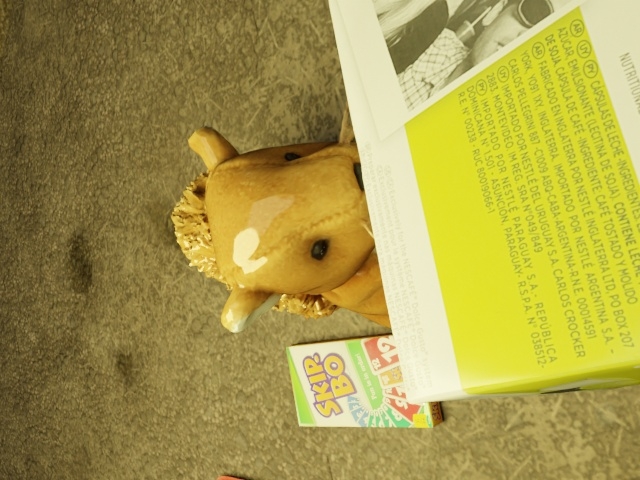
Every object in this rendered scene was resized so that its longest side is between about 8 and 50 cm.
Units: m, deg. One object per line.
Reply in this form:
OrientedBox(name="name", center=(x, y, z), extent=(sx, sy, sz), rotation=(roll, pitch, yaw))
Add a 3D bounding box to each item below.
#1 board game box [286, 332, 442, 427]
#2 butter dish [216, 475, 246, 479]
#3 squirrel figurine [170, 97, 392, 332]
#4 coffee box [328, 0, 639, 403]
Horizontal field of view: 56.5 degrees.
OrientedBox(name="board game box", center=(0.045, 0.203, 0.856), extent=(0.259, 0.039, 0.124), rotation=(-15, 83, 42))
OrientedBox(name="butter dish", center=(-0.143, 0.487, 0.973), extent=(0.160, 0.118, 0.160), rotation=(-8, 88, 39))
OrientedBox(name="squirrel figurine", center=(0.000, 0.000, 0.659), extent=(0.397, 0.370, 0.280), rotation=(-15, 83, 39))
OrientedBox(name="coffee box", center=(0.253, -0.086, 0.411), extent=(0.334, 0.338, 0.338), rotation=(-24, 66, 39))
